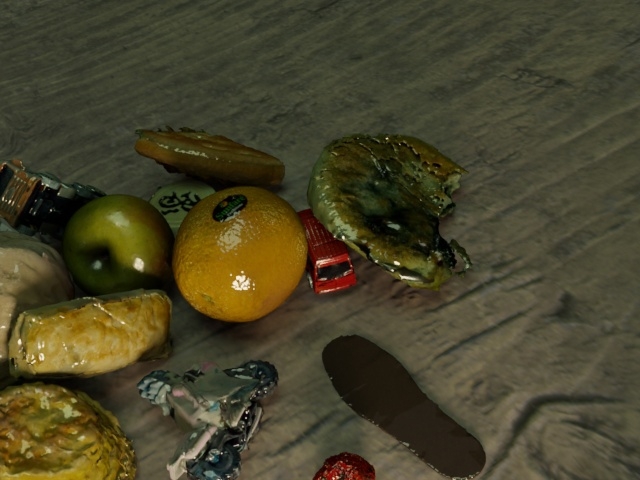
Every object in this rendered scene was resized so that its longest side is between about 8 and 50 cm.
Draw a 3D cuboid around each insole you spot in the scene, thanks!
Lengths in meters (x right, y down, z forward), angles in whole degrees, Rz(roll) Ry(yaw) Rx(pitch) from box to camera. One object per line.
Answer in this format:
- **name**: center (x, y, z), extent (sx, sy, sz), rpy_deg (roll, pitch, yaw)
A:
- **insole**: center (0.115, 0.244, 1.322), extent (0.111, 0.007, 0.328), rpy_deg (-33, 49, -22)

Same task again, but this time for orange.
- **orange**: center (-0.130, 0.021, 1.443), extent (0.236, 0.236, 0.236), rpy_deg (-4, 44, 4)

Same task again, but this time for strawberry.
- **strawberry**: center (0.035, 0.327, 1.198), extent (0.083, 0.083, 0.096), rpy_deg (19, 16, 26)

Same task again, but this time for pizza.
- **pizza**: center (-0.219, -0.161, 1.719), extent (0.290, 0.081, 0.228), rpy_deg (10, 18, -12)

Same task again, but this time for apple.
- **apple**: center (-0.338, 0.013, 1.505), extent (0.197, 0.196, 0.157), rpy_deg (7, 10, 16)

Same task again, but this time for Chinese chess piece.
- **Chinese chess piece**: center (-0.253, -0.052, 1.648), extent (0.144, 0.058, 0.144), rpy_deg (-5, 43, 5)

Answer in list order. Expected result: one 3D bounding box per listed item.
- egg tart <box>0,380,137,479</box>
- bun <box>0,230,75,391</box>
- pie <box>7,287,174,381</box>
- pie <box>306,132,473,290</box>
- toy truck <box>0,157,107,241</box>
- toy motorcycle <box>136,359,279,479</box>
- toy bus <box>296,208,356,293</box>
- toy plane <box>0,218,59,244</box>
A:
- **egg tart**: center (-0.394, 0.290, 1.208), extent (0.294, 0.123, 0.294), rpy_deg (14, 37, -11)
- **bun**: center (-0.481, 0.109, 1.373), extent (0.205, 0.281, 0.281), rpy_deg (-10, 43, -13)
- **pie**: center (-0.330, 0.143, 1.334), extent (0.068, 0.128, 0.282), rpy_deg (5, 7, 40)
- **pie**: center (0.122, -0.071, 1.533), extent (0.297, 0.078, 0.371), rpy_deg (17, 42, -8)
- **toy truck**: center (-0.482, -0.072, 1.532), extent (0.140, 0.257, 0.108), rpy_deg (29, 93, 15)
- **toy motorcycle**: center (-0.185, 0.252, 1.292), extent (0.204, 0.108, 0.239), rpy_deg (10, 21, 11)
- **toy bus**: center (0.000, 0.000, 1.534), extent (0.081, 0.089, 0.195), rpy_deg (-14, 43, -6)
- **toy plane**: center (-0.562, -0.021, 1.655), extent (0.171, 0.065, 0.162), rpy_deg (26, 51, 34)
